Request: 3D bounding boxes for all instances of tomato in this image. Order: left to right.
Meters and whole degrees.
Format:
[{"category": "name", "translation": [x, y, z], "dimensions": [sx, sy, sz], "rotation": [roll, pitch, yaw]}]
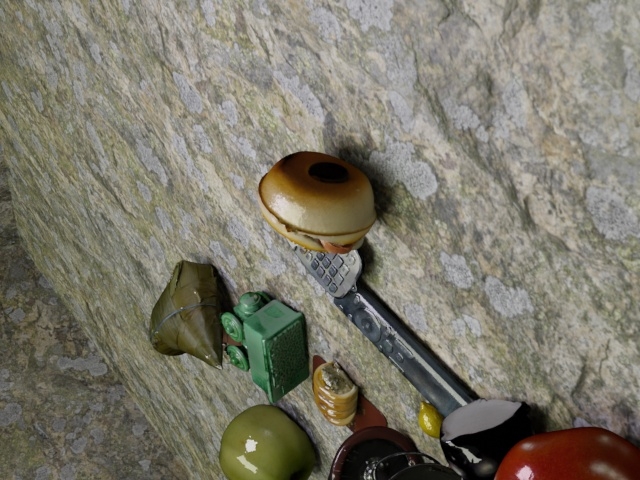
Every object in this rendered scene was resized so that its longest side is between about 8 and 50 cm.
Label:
[{"category": "tomato", "translation": [0.408, 0.435, 1.256], "dimensions": [0.299, 0.298, 0.226], "rotation": [54, -169, 9]}]

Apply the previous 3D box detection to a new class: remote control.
[{"category": "remote control", "translation": [0.165, 0.223, 1.643], "dimensions": [0.377, 0.044, 0.107], "rotation": [45, 140, 24]}]

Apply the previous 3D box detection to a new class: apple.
[{"category": "apple", "translation": [-0.156, 0.607, 2.289], "dimensions": [0.279, 0.279, 0.279], "rotation": [37, 143, 34]}]

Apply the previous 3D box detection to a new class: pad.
[{"category": "pad", "translation": [0.067, 0.411, 1.995], "dimensions": [0.267, 0.004, 0.181], "rotation": [38, 143, 33]}]

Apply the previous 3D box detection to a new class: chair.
[{"category": "chair", "translation": [0.149, 0.531, 1.693], "dimensions": [0.227, 0.226, 0.401], "rotation": [63, 167, -6]}]

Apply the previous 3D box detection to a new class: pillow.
[{"category": "pillow", "translation": [-0.276, 0.285, 2.327], "dimensions": [0.179, 0.075, 0.171], "rotation": [36, 141, 38]}]

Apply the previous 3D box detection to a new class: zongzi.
[{"category": "zongzi", "translation": [-0.362, 0.286, 2.219], "dimensions": [0.323, 0.160, 0.360], "rotation": [-61, 41, 39]}]

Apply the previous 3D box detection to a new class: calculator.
[{"category": "calculator", "translation": [0.000, 0.000, 1.664], "dimensions": [0.268, 0.040, 0.177], "rotation": [57, 143, 20]}]

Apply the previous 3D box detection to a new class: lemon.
[{"category": "lemon", "translation": [0.235, 0.369, 1.645], "dimensions": [0.092, 0.065, 0.065], "rotation": [53, 150, 2]}]

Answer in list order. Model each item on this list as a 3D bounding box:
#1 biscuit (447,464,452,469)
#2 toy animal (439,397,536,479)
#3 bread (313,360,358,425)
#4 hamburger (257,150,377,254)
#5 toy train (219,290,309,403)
[{"category": "biscuit", "translation": [0.329, 0.542, 1.661], "dimensions": [0.183, 0.061, 0.118], "rotation": [48, 150, 24]}, {"category": "toy animal", "translation": [0.325, 0.414, 1.451], "dimensions": [0.235, 0.165, 0.187], "rotation": [62, 153, -8]}, {"category": "bread", "translation": [0.035, 0.375, 1.928], "dimensions": [0.119, 0.084, 0.177], "rotation": [38, 147, 34]}, {"category": "hamburger", "translation": [-0.008, -0.071, 1.479], "dimensions": [0.237, 0.237, 0.147], "rotation": [39, 128, 31]}, {"category": "toy train", "translation": [-0.145, 0.259, 2.041], "dimensions": [0.202, 0.145, 0.266], "rotation": [31, 140, 36]}]
